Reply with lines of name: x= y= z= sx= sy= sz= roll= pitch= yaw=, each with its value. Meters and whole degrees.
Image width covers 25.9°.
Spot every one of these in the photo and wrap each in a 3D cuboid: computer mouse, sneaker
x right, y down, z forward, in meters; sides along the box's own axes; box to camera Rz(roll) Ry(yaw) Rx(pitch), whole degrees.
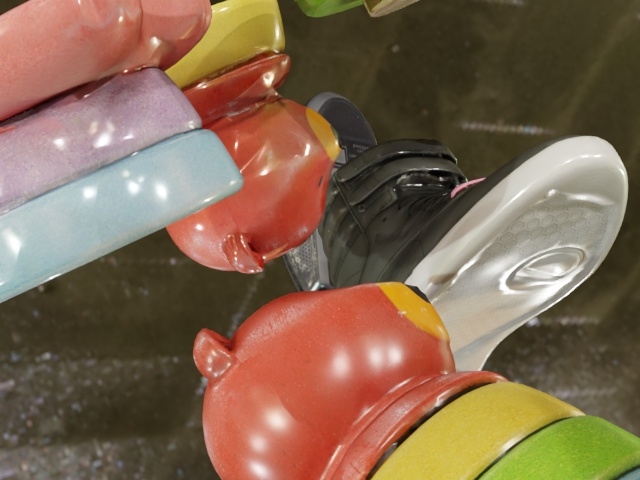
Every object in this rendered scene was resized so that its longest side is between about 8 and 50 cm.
computer mouse: x=0.000 y=0.000 z=1.274 sx=0.072 sy=0.272 sz=0.188 roll=-14 pitch=163 yaw=38
sneaker: x=0.066 y=-0.014 z=0.788 sx=0.104 sy=0.147 sz=0.296 roll=-5 pitch=154 yaw=-21

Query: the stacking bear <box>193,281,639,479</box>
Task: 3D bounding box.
stacking bear: x=0.067 y=0.120 z=0.566 sx=0.164 sy=0.289 sz=0.175 roll=-57 pitch=148 yaw=8

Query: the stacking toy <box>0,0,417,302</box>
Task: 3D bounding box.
stacking toy: x=-0.018 y=-0.057 z=0.616 sx=0.279 sy=0.130 sz=0.309 roll=-24 pitch=-177 yaw=23
